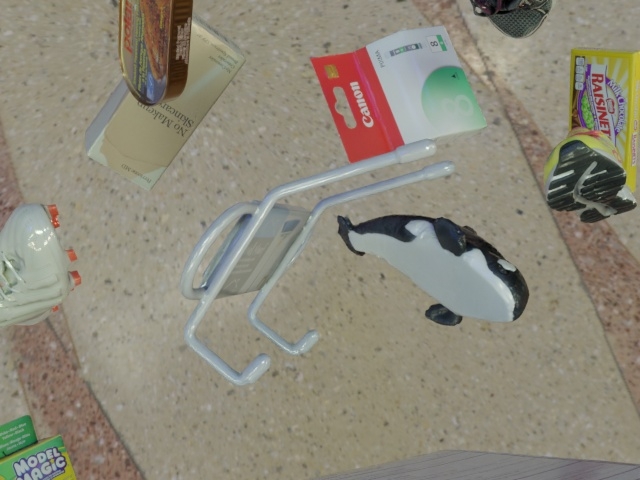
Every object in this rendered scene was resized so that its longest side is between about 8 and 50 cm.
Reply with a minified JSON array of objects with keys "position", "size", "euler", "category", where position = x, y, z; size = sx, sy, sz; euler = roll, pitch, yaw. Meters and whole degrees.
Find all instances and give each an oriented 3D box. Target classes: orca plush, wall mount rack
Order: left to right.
[{"position":[0.000,0.000,0.857],"size":[0.130,0.350,0.304],"euler":[36,98,11],"category":"wall mount rack"},{"position":[0.158,0.021,1.027],"size":[0.102,0.287,0.151],"euler":[-29,113,-35],"category":"orca plush"}]

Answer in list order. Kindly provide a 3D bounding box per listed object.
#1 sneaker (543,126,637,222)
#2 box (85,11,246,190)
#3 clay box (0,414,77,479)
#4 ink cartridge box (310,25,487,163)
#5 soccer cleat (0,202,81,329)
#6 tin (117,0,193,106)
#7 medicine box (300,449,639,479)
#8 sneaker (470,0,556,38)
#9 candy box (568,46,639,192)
[{"position":[0.279,-0.082,0.844],"size":[0.081,0.208,0.094],"euler":[-18,72,22],"category":"sneaker"},{"position":[-0.290,-0.263,1.455],"size":[0.148,0.121,0.311],"euler":[30,106,-28],"category":"box"},{"position":[-0.305,0.302,0.814],"size":[0.053,0.127,0.222],"euler":[-19,91,38],"category":"clay box"},{"position":[0.119,-0.222,1.180],"size":[0.224,0.056,0.181],"euler":[-14,76,-28],"category":"ink cartridge box"},{"position":[-0.229,0.031,0.590],"size":[0.076,0.196,0.068],"euler":[-19,79,-29],"category":"soccer cleat"},{"position":[-0.192,-0.248,0.911],"size":[0.040,0.106,0.190],"euler":[-26,139,-42],"category":"tin"},{"position":[0.138,0.286,0.712],"size":[0.263,0.289,0.149],"euler":[4,79,-42],"category":"medicine box"},{"position":[0.210,-0.304,0.918],"size":[0.120,0.299,0.112],"euler":[5,82,22],"category":"sneaker"},{"position":[0.413,-0.175,1.154],"size":[0.027,0.105,0.206],"euler":[-21,116,-36],"category":"candy box"}]
